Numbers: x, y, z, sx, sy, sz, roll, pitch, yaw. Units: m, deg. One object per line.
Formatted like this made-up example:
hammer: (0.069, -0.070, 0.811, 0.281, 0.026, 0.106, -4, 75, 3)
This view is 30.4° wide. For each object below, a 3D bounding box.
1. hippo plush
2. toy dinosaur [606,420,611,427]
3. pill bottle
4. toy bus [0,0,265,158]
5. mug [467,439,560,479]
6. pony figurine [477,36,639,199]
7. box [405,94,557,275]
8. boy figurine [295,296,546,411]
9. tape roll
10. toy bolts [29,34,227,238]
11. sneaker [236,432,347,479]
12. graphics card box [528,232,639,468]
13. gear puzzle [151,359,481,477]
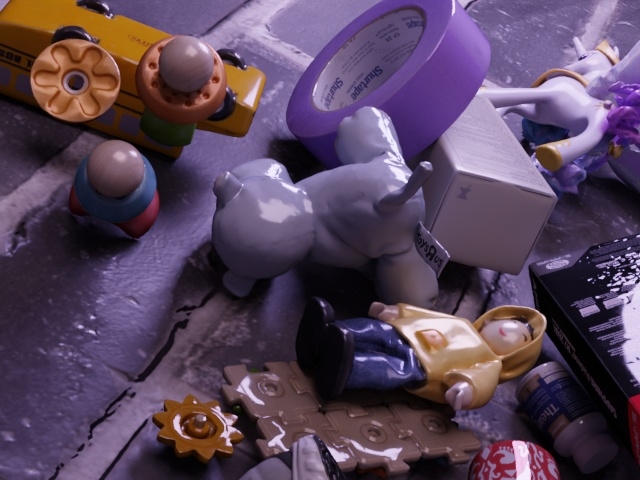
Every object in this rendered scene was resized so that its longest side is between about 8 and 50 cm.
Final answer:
hippo plush: (0.000, 0.000, 1.334, 0.237, 0.234, 0.294, -14, 23, -3)
toy dinosaur: (0.373, 0.210, 1.388, 0.090, 0.047, 0.082, 21, 15, 13)
pill bottle: (0.276, 0.199, 1.315, 0.067, 0.067, 0.120, -4, 44, -35)
toy bus: (-0.244, -0.204, 1.469, 0.333, 0.130, 0.108, 20, 33, -7)
mug: (0.192, 0.295, 1.131, 0.113, 0.150, 0.169, -11, 29, 11)
pony figurine: (0.420, -0.184, 1.775, 0.364, 0.302, 0.351, -26, 49, -31)
box: (0.182, -0.094, 1.553, 0.148, 0.121, 0.311, 14, 26, -16)
boy figurine: (0.124, 0.119, 1.238, 0.285, 0.092, 0.177, 2, 28, -25)
tape roll: (0.086, -0.210, 1.551, 0.090, 0.275, 0.274, 46, 26, -27)
toy bolts: (-0.226, -0.135, 1.285, 0.218, 0.158, 0.228, 17, 74, -7)
sneaker: (-0.001, 0.304, 0.998, 0.108, 0.100, 0.271, -24, 57, 4)
graphics card box: (0.395, 0.105, 1.296, 0.233, 0.094, 0.371, -16, 25, -3)
gear puzzle: (-0.009, 0.188, 1.174, 0.339, 0.044, 0.175, -1, 35, -34)
